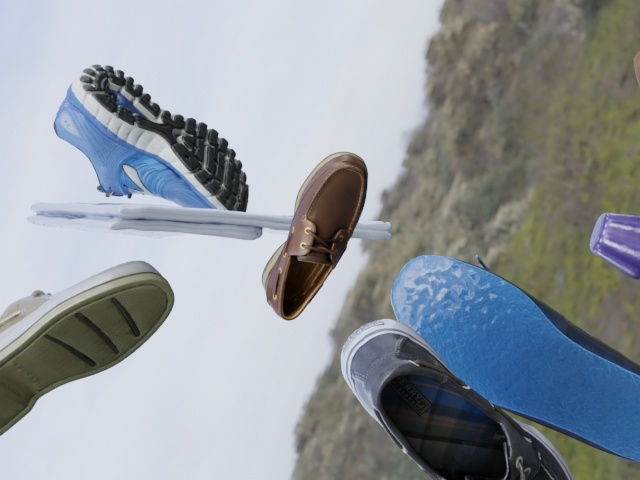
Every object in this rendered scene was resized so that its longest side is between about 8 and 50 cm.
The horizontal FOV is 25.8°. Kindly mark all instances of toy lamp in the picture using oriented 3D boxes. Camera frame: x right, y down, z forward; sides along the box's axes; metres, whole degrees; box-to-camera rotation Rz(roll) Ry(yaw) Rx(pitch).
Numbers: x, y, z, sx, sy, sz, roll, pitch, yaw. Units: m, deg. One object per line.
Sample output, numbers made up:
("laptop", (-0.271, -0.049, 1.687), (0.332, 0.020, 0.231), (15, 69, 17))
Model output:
("toy lamp", (0.449, 0.033, 1.625), (0.080, 0.275, 0.080), (-161, 90, -87))

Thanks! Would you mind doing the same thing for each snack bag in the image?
("snack bag", (-0.136, -0.017, 1.641), (0.323, 0.343, 0.037), (2, 89, 61))

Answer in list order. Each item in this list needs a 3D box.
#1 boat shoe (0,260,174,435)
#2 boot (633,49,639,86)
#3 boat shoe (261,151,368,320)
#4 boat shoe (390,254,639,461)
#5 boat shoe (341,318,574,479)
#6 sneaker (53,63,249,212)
("boat shoe", (-0.303, 0.104, 1.532), (0.113, 0.302, 0.103), (55, -175, -42))
("boot", (0.351, -0.131, 1.310), (0.042, 0.087, 0.118), (-53, 39, 27))
("boat shoe", (-0.001, 0.000, 1.316), (0.060, 0.064, 0.178), (-103, 35, -56))
("boat shoe", (0.166, 0.102, 1.109), (0.109, 0.258, 0.089), (-54, -3, 3))
("boat shoe", (0.104, 0.141, 0.942), (0.080, 0.228, 0.076), (-40, 26, 5))
("sneaker", (-0.249, -0.119, 2.074), (0.147, 0.330, 0.129), (-40, 22, 36))
